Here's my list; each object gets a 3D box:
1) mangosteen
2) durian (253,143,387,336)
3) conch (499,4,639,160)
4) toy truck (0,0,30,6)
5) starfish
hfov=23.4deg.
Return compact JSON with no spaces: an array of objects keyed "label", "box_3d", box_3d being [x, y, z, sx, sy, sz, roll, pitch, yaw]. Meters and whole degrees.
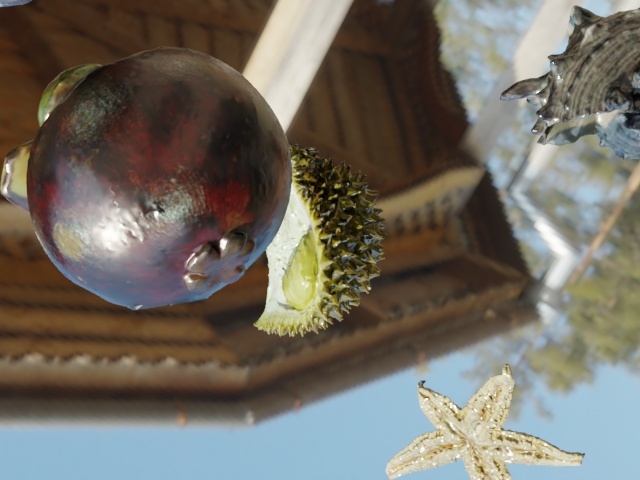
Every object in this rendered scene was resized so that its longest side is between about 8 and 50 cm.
[{"label":"mangosteen","box_3d":[-0.179,-0.073,1.656,0.311,0.311,0.311,23,-154,-12]},{"label":"durian","box_3d":[0.000,0.000,2.160,0.166,0.306,0.172,16,-146,28]},{"label":"conch","box_3d":[0.404,-0.202,2.067,0.313,0.240,0.186,-14,-135,-22]},{"label":"toy truck","box_3d":[-0.368,-0.419,1.836,0.114,0.270,0.135,-1,157,33]},{"label":"starfish","box_3d":[0.195,0.260,1.872,0.231,0.295,0.048,37,-137,-8]}]
